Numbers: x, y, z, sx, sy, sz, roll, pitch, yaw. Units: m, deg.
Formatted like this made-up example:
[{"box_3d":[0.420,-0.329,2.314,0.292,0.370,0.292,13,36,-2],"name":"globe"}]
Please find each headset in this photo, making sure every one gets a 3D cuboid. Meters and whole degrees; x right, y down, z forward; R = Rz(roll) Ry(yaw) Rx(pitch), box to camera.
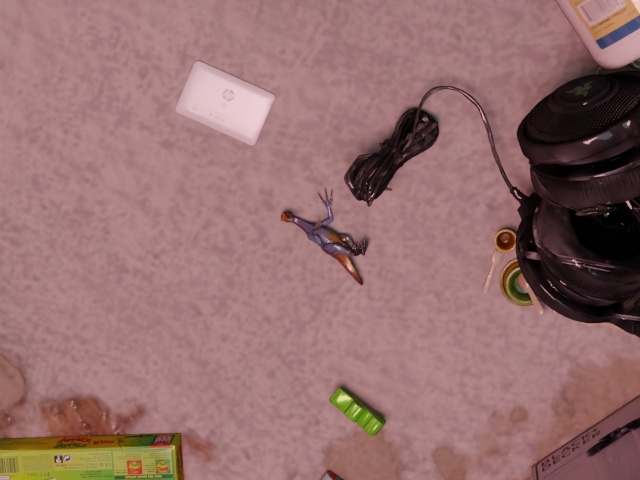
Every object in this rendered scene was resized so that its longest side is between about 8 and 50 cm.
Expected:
[{"box_3d":[0.222,-0.027,1.496,0.394,0.185,0.243,26,140,30],"name":"headset"}]

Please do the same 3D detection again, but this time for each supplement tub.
[{"box_3d":[0.255,-0.266,1.495,0.144,0.144,0.199,-33,95,9],"name":"supplement tub"}]

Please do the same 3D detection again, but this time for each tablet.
[{"box_3d":[-0.090,-0.130,1.619,0.083,0.006,0.054,24,102,-2],"name":"tablet"}]

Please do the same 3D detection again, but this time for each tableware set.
[{"box_3d":[0.236,0.026,1.620,0.154,0.024,0.104,17,102,1],"name":"tableware set"}]

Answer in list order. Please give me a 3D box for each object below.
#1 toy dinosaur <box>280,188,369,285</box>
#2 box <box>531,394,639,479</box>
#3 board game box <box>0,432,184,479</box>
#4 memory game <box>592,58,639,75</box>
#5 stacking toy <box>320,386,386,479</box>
[{"box_3d":[0.000,0.000,1.624,0.082,0.047,0.090,12,113,20],"name":"toy dinosaur"},{"box_3d":[0.282,0.237,1.524,0.169,0.290,0.087,-35,96,12],"name":"box"},{"box_3d":[-0.226,0.242,1.684,0.181,0.043,0.092,-2,102,5],"name":"board game box"},{"box_3d":[0.333,-0.110,1.592,0.186,0.012,0.186,1,101,3],"name":"memory game"},{"box_3d":[0.052,0.271,1.671,0.221,0.052,0.167,40,99,-2],"name":"stacking toy"}]
